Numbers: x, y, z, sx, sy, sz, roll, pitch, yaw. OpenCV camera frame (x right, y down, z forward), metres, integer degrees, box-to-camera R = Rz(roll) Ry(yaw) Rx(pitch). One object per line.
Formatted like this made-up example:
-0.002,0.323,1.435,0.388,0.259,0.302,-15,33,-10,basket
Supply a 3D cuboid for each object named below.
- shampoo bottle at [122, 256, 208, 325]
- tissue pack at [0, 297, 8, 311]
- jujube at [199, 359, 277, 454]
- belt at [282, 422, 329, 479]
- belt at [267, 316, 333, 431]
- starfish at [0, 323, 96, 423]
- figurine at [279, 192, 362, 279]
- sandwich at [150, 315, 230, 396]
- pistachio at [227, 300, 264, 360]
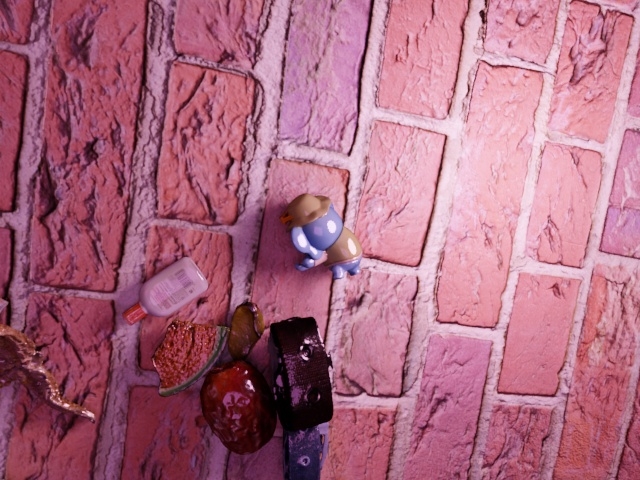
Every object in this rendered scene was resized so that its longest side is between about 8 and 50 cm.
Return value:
-0.407,0.140,1.294,0.221,0.051,0.108,-34,103,-5,shampoo bottle
-0.852,0.157,1.197,0.148,0.060,0.108,36,91,-13,tissue pack
-0.210,0.432,1.304,0.183,0.183,0.243,-22,103,-8,jujube
-0.041,0.579,1.390,0.128,0.122,0.218,0,96,-15,belt
-0.045,0.344,1.320,0.164,0.184,0.289,-8,91,-20,belt
-0.769,0.314,1.179,0.383,0.132,0.398,-3,136,-7,starfish
0.003,-0.001,1.313,0.180,0.154,0.262,-30,98,-18,figurine
-0.350,0.303,1.319,0.159,0.079,0.235,28,87,-4,sandwich
-0.196,0.243,1.352,0.089,0.049,0.173,15,101,8,pistachio
